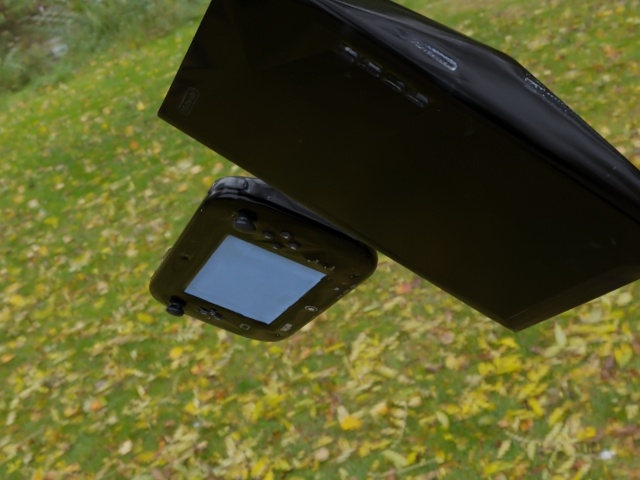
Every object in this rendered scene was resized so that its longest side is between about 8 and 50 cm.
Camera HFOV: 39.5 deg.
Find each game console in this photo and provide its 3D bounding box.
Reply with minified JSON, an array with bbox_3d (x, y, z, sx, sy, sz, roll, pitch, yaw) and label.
[{"bbox_3d":[0.000,0.000,0.488,0.044,0.213,0.361,-64,10,-28],"label":"game console"}]
